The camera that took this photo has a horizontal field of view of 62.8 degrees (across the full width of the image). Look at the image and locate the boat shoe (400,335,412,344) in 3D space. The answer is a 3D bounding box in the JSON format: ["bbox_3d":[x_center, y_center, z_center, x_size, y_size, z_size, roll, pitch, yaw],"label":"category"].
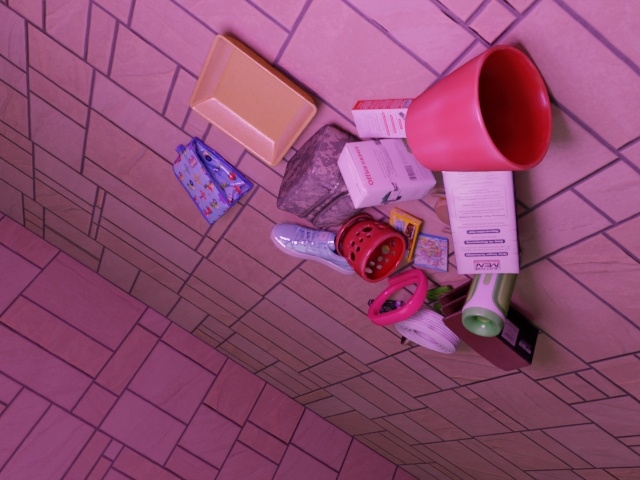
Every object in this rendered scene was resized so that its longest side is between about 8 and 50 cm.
[{"bbox_3d":[0.396,0.397,2.200,0.072,0.068,0.190,18,146,-4],"label":"boat shoe"}]

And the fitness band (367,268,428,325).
[{"bbox_3d":[0.282,0.210,1.904,0.054,0.209,0.291,38,145,-16],"label":"fitness band"}]

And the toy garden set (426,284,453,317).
[{"bbox_3d":[0.528,0.238,1.909,0.204,0.049,0.244,-23,116,45],"label":"toy garden set"}]

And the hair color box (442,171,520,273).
[{"bbox_3d":[0.446,-0.072,1.436,0.174,0.105,0.347,-2,125,23],"label":"hair color box"}]

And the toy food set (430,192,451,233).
[{"bbox_3d":[0.410,-0.086,1.588,0.133,0.038,0.192,14,149,33],"label":"toy food set"}]

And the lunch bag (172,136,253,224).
[{"bbox_3d":[-0.430,-0.230,1.938,0.293,0.138,0.221,47,146,-10],"label":"lunch bag"}]

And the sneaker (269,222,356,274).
[{"bbox_3d":[0.000,0.000,1.916,0.366,0.135,0.150,19,145,-5],"label":"sneaker"}]

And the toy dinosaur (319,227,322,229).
[{"bbox_3d":[-0.014,-0.108,1.817,0.118,0.064,0.268,54,175,46],"label":"toy dinosaur"}]

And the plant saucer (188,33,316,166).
[{"bbox_3d":[-0.196,-0.414,1.552,0.333,0.081,0.333,35,146,-10],"label":"plant saucer"}]

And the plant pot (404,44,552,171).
[{"bbox_3d":[0.346,-0.275,1.205,0.275,0.274,0.243,47,152,-24],"label":"plant pot"}]

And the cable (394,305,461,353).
[{"bbox_3d":[0.407,0.335,1.980,0.257,0.089,0.257,30,162,2],"label":"cable"}]

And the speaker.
[{"bbox_3d":[0.512,0.134,1.558,0.131,0.296,0.131,20,145,14],"label":"speaker"}]

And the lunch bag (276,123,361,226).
[{"bbox_3d":[0.044,-0.173,1.595,0.256,0.212,0.305,23,150,-20],"label":"lunch bag"}]

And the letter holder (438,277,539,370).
[{"bbox_3d":[0.551,0.307,1.809,0.302,0.152,0.214,39,142,-8],"label":"letter holder"}]

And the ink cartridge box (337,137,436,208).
[{"bbox_3d":[0.175,-0.185,1.416,0.220,0.160,0.092,-9,155,-22],"label":"ink cartridge box"}]

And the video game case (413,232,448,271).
[{"bbox_3d":[0.374,0.040,1.789,0.119,0.015,0.166,12,143,23],"label":"video game case"}]

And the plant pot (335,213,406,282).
[{"bbox_3d":[0.160,0.019,1.743,0.174,0.191,0.191,40,159,41],"label":"plant pot"}]

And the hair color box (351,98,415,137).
[{"bbox_3d":[0.178,-0.329,1.416,0.167,0.053,0.093,8,140,30],"label":"hair color box"}]

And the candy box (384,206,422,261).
[{"bbox_3d":[0.274,-0.017,1.761,0.105,0.027,0.205,32,149,22],"label":"candy box"}]

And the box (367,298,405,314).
[{"bbox_3d":[0.288,0.290,2.167,0.162,0.029,0.116,-3,134,36],"label":"box"}]
